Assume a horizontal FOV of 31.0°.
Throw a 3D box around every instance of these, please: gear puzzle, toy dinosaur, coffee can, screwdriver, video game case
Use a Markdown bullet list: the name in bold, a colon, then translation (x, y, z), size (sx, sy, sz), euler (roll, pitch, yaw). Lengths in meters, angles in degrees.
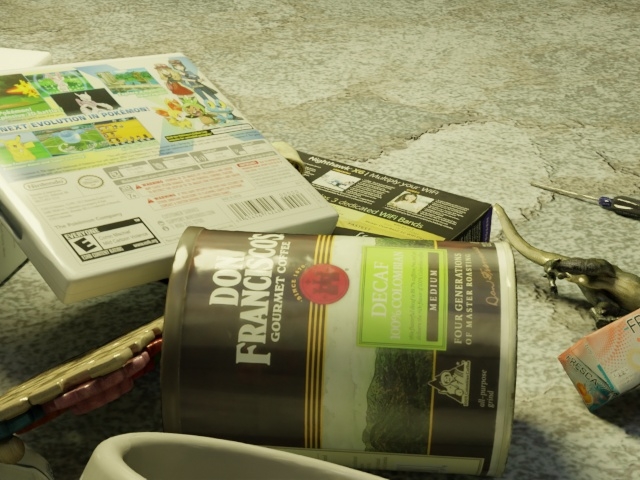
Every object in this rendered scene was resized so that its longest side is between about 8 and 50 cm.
- **gear puzzle**: translation (-0.197, 0.120, 0.993), size (0.175, 0.044, 0.339), euler (-25, 2, 5)
- **toy dinosaur**: translation (0.284, 0.044, 1.201), size (0.268, 0.064, 0.118), euler (27, 26, 14)
- **coffee can**: translation (0.018, 0.094, 0.982), size (0.275, 0.202, 0.201), euler (3, 28, 3)
- **screwdriver**: translation (0.341, -0.054, 1.458), size (0.170, 0.024, 0.025), euler (17, 2, 40)
- **video game case**: translation (-0.189, -0.079, 1.153), size (0.329, 0.036, 0.300), euler (-15, 51, -42)

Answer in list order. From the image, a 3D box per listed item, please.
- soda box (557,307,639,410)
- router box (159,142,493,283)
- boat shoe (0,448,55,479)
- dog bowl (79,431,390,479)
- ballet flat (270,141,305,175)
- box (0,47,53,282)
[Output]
- **soda box**: translation (0.319, 0.094, 1.098), size (0.183, 0.058, 0.063), euler (-22, 74, -26)
- **router box**: translation (0.000, 0.000, 1.280), size (0.308, 0.081, 0.243), euler (18, 33, 29)
- **boat shoe**: translation (-0.336, 0.205, 0.881), size (0.258, 0.095, 0.084), euler (-4, 25, -7)
- **dog bowl**: translation (0.001, 0.207, 0.697), size (0.348, 0.102, 0.349), euler (15, -3, 1)
- **ballet flat**: translation (-0.093, -0.076, 1.277), size (0.168, 0.057, 0.052), euler (-16, 42, -27)
- **box**: translation (-0.428, -0.053, 1.227), size (0.168, 0.215, 0.345), euler (8, 29, 15)
